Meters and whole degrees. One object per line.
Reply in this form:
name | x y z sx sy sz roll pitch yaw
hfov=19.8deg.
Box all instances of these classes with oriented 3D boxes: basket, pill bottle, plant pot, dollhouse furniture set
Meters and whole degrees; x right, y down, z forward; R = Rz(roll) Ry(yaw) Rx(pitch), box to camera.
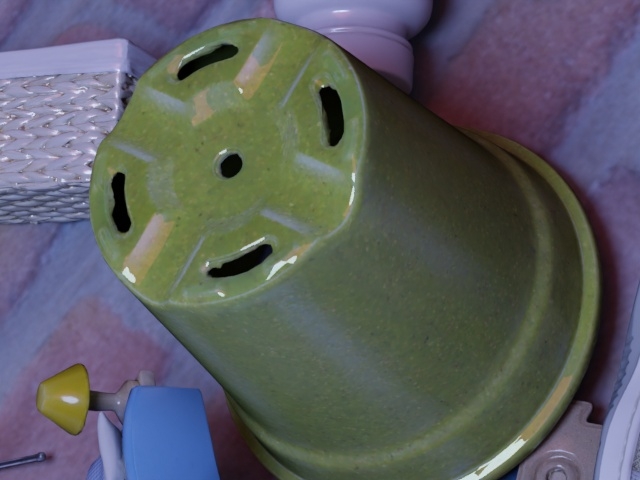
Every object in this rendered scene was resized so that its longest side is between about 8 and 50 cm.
basket | -0.189 -0.074 1.316 0.167 0.113 0.103 -4 75 22
pill bottle | 0.023 -0.192 1.266 0.112 0.112 0.187 -4 73 21
plant pot | 0.000 0.000 1.116 0.276 0.254 0.276 -13 61 24
dollhouse furniture set | -0.191 0.264 1.117 0.286 0.198 0.303 -55 39 45

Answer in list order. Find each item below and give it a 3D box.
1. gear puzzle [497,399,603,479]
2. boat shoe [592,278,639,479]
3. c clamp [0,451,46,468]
gear puzzle | 0.260 0.201 1.094 0.338 0.044 0.175 7 68 20
boat shoe | 0.221 0.121 1.054 0.103 0.118 0.320 7 59 20
c clamp | -0.267 0.103 1.349 0.137 0.022 0.161 -19 70 21
